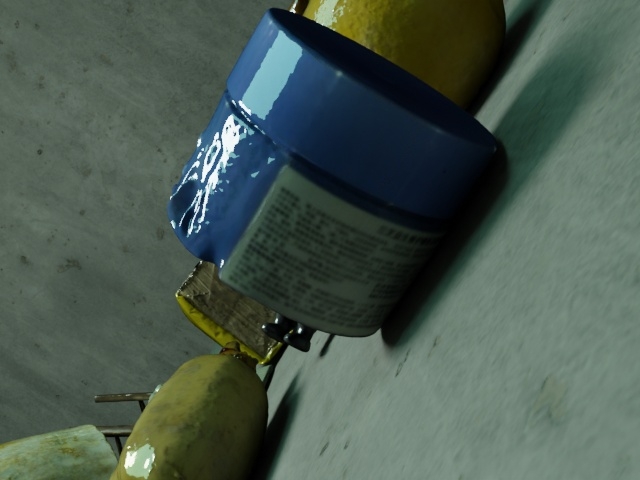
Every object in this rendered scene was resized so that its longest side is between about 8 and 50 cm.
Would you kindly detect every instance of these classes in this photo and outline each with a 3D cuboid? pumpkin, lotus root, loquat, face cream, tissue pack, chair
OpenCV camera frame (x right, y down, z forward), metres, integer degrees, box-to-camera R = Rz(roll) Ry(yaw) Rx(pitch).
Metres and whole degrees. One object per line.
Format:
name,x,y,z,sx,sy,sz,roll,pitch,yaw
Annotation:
pumpkin,-0.407,0.436,1.413,0.332,0.199,0.332,9,100,57
lotus root,-0.139,0.235,1.185,0.169,0.152,0.342,-60,-1,30
loquat,0.090,-0.257,1.261,0.274,0.275,0.275,-58,5,8
face cream,0.005,-0.061,0.942,0.225,0.249,0.249,-59,5,15
tissue pack,-0.145,0.114,1.703,0.134,0.192,0.271,-51,2,-8
chair,-0.215,0.316,1.593,0.160,0.319,0.186,-63,-38,-69

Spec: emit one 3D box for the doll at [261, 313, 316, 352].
doll,0.020,0.000,1.225,0.153,0.195,0.258,50,-143,-60
